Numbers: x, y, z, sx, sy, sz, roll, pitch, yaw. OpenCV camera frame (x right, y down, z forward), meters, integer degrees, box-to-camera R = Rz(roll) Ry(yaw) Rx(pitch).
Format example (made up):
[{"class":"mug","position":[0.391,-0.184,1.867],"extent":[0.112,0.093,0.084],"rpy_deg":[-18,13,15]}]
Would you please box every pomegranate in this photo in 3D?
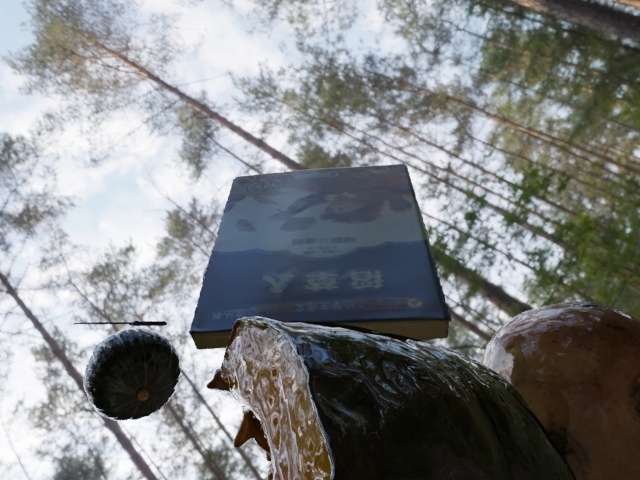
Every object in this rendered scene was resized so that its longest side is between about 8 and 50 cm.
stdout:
[{"class":"pomegranate","position":[0.379,0.247,0.917],"extent":[0.322,0.322,0.322],"rpy_deg":[-25,-48,-31]}]

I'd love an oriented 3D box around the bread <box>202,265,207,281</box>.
[{"class":"bread","position":[-0.193,0.125,1.406],"extent":[0.102,0.138,0.196],"rpy_deg":[-27,-83,-8]}]

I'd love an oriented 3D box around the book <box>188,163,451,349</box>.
[{"class":"book","position":[0.000,0.000,0.895],"extent":[0.299,0.428,0.039],"rpy_deg":[-3,-59,2]}]

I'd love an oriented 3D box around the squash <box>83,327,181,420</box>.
[{"class":"squash","position":[-0.424,0.301,1.428],"extent":[0.218,0.172,0.218],"rpy_deg":[-28,-44,-30]}]

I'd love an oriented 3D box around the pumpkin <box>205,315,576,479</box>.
[{"class":"pumpkin","position":[0.023,0.211,0.398],"extent":[0.225,0.256,0.303],"rpy_deg":[10,-70,-32]}]

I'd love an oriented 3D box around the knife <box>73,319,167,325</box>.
[{"class":"knife","position":[-0.358,0.150,1.144],"extent":[0.170,0.023,0.010],"rpy_deg":[4,-108,-33]}]
